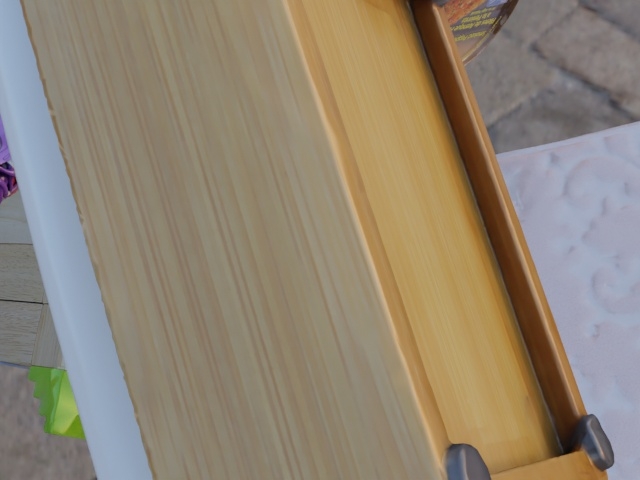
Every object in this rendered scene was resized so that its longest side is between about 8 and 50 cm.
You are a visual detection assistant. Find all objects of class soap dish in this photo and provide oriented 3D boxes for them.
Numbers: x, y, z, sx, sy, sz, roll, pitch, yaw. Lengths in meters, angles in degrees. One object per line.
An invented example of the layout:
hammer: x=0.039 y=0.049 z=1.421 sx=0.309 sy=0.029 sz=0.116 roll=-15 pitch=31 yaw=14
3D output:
soap dish: x=0.000 y=0.000 z=0.514 sx=0.229 sy=0.118 sz=0.291 roll=10 pitch=60 yaw=-63

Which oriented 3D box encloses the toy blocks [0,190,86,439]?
toy blocks: x=-0.221 y=-0.034 z=1.143 sx=0.190 sy=0.260 sz=0.382 roll=17 pitch=78 yaw=-43

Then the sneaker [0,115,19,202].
sneaker: x=-0.167 y=-0.040 z=0.702 sx=0.170 sy=0.068 sz=0.071 roll=-35 pitch=38 yaw=-12

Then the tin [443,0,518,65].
tin: x=0.077 y=-0.157 z=0.944 sx=0.040 sy=0.106 sz=0.189 roll=39 pitch=33 yaw=21

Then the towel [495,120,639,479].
towel: x=0.296 y=0.052 z=0.977 sx=0.316 sy=0.053 sz=0.332 roll=-12 pitch=61 yaw=5
